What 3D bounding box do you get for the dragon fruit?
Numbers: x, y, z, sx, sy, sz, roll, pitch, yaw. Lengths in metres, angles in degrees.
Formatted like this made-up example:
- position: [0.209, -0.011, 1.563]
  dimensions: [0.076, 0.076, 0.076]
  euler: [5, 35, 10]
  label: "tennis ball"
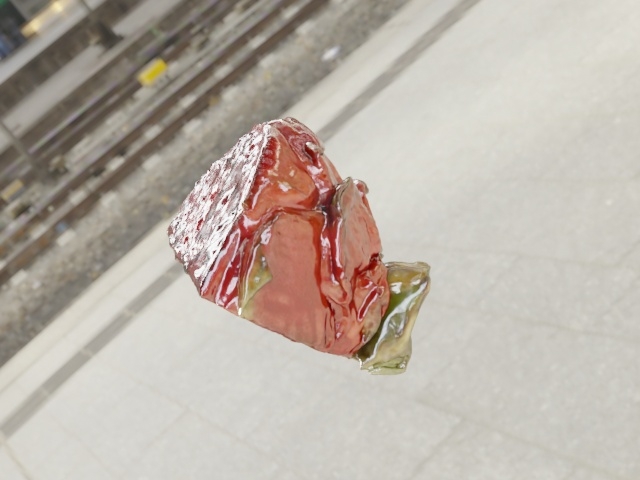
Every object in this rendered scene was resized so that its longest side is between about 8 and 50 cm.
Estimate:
- position: [0.000, 0.000, 0.991]
  dimensions: [0.152, 0.205, 0.317]
  euler: [-60, 16, 0]
  label: "dragon fruit"
